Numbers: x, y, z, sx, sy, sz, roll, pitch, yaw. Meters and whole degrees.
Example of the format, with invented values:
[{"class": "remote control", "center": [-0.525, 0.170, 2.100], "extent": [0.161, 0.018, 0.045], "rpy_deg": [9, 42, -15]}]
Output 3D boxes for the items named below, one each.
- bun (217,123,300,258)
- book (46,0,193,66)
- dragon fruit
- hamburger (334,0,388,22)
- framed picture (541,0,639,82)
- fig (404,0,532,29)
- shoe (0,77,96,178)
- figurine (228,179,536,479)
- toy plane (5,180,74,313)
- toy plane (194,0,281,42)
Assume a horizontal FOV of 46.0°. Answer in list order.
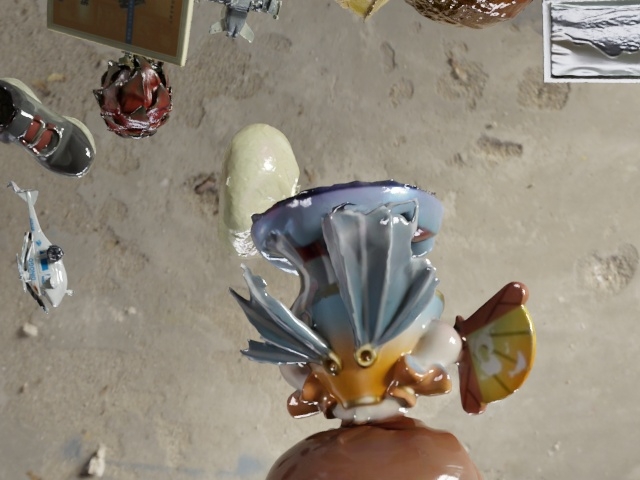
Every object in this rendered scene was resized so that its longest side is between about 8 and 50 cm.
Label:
[{"class": "bun", "center": [-0.157, -0.126, 1.973], "extent": [0.213, 0.361, 0.361], "rpy_deg": [6, 118, -5]}, {"class": "book", "center": [-0.302, -0.373, 1.131], "extent": [0.241, 0.018, 0.170], "rpy_deg": [17, 114, 13]}, {"class": "dragon fruit", "center": [-0.404, -0.312, 1.640], "extent": [0.182, 0.182, 0.189], "rpy_deg": [-7, 148, 5]}, {"class": "hamburger", "center": [0.073, -0.524, 1.236], "extent": [0.237, 0.276, 0.276], "rpy_deg": [42, 112, -5]}, {"class": "framed picture", "center": [0.477, -0.310, 1.160], "extent": [0.265, 0.018, 0.192], "rpy_deg": [5, 152, 22]}, {"class": "fig", "center": [0.090, -0.220, 0.540], "extent": [0.153, 0.119, 0.119], "rpy_deg": [16, 123, -44]}, {"class": "shoe", "center": [-0.455, -0.177, 1.162], "extent": [0.227, 0.112, 0.099], "rpy_deg": [37, 96, 13]}, {"class": "figurine", "center": [0.038, 0.150, 0.619], "extent": [0.276, 0.388, 0.248], "rpy_deg": [-14, 159, 25]}, {"class": "toy plane", "center": [-0.606, 0.011, 1.635], "extent": [0.107, 0.273, 0.182], "rpy_deg": [-11, 155, -11]}, {"class": "toy plane", "center": [-0.159, -0.552, 1.589], "extent": [0.192, 0.088, 0.262], "rpy_deg": [3, 128, -26]}]
